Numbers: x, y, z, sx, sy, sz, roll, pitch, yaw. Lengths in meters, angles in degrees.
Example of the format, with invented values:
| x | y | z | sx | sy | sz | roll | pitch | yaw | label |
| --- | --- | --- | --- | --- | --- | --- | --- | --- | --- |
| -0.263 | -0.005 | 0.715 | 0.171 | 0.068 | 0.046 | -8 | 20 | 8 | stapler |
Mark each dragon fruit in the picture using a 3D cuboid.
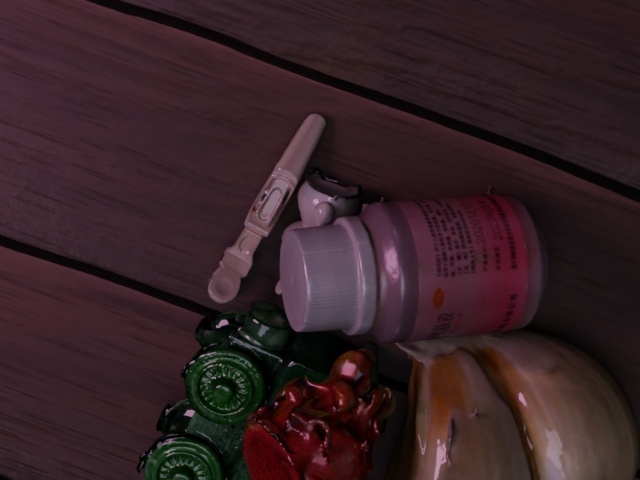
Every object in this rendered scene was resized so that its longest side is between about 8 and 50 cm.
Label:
| x | y | z | sx | sy | sz | roll | pitch | yaw | label |
| --- | --- | --- | --- | --- | --- | --- | --- | --- | --- |
| -0.001 | 0.192 | 1.221 | 0.133 | 0.150 | 0.208 | 20 | 74 | 40 | dragon fruit |

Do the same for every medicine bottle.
| x | y | z | sx | sy | sz | roll | pitch | yaw | label |
| --- | --- | --- | --- | --- | --- | --- | --- | --- | --- |
| 0.090 | 0.029 | 1.262 | 0.247 | 0.147 | 0.147 | -5 | 105 | -16 | medicine bottle |

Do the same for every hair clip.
| x | y | z | sx | sy | sz | roll | pitch | yaw | label |
| --- | --- | --- | --- | --- | --- | --- | --- | --- | --- |
| -0.057 | -0.030 | 1.335 | 0.034 | 0.072 | 0.226 | 30 | 105 | -5 | hair clip |

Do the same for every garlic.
| x | y | z | sx | sy | sz | roll | pitch | yaw | label |
| --- | --- | --- | --- | --- | --- | --- | --- | --- | --- |
| 0.175 | 0.243 | 1.329 | 0.249 | 0.286 | 0.313 | 9 | 104 | 44 | garlic |

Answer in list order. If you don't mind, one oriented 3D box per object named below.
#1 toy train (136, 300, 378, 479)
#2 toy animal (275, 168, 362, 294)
| x | y | z | sx | sy | sz | roll | pitch | yaw | label |
| --- | --- | --- | --- | --- | --- | --- | --- | --- | --- |
| -0.069 | 0.196 | 1.360 | 0.201 | 0.145 | 0.266 | 23 | 107 | -4 | toy train |
| -0.001 | -0.003 | 1.337 | 0.071 | 0.085 | 0.124 | 14 | 112 | -15 | toy animal |
